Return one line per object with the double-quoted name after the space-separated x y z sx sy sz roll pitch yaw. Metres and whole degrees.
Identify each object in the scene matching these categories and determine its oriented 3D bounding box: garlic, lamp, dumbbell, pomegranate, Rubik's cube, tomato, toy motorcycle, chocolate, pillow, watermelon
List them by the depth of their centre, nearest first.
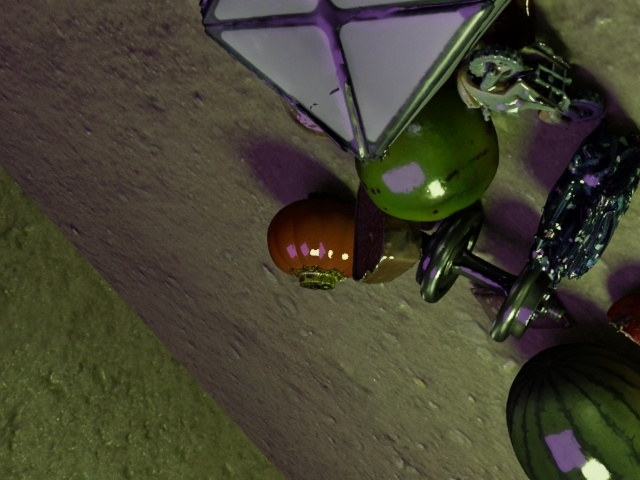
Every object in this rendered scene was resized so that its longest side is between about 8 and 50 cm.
0.074 -0.339 1.083 0.305 0.307 0.310 39 136 2 "Rubik's cube"
0.286 -0.213 1.206 0.229 0.094 0.130 19 158 -28 "toy motorcycle"
0.151 -0.178 1.338 0.236 0.236 0.302 -11 101 54 "pomegranate"
0.563 0.149 1.377 0.173 0.099 0.189 33 -169 -11 "tomato"
0.288 0.057 1.482 0.290 0.192 0.192 29 147 19 "dumbbell"
0.121 -0.029 1.493 0.093 0.214 0.148 9 156 -15 "chocolate"
0.490 0.349 1.526 0.359 0.279 0.279 52 148 -12 "watermelon"
-0.010 -0.251 1.559 0.195 0.087 0.101 43 136 7 "garlic"
0.375 0.131 1.618 0.185 0.043 0.118 -13 117 54 "pillow"
0.000 0.000 1.744 0.223 0.196 0.223 4 163 1 "lamp"

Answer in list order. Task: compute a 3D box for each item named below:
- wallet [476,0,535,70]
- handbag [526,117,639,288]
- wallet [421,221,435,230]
0.264 -0.309 1.219 0.095 0.026 0.176 13 138 33 "wallet"
0.391 -0.047 1.264 0.113 0.162 0.260 33 145 19 "handbag"
0.157 -0.123 1.569 0.137 0.031 0.255 23 145 28 "wallet"
